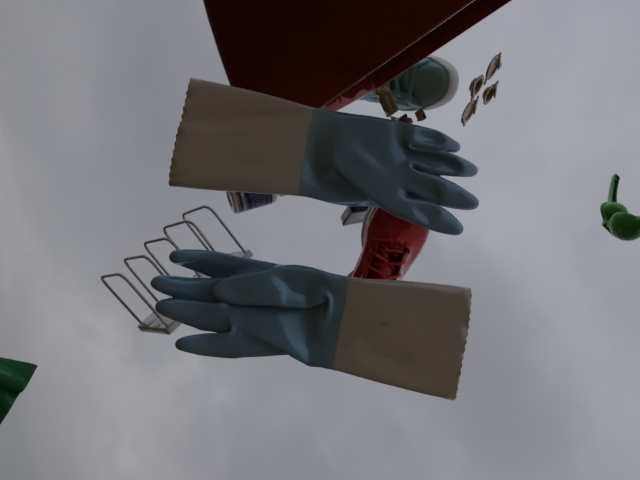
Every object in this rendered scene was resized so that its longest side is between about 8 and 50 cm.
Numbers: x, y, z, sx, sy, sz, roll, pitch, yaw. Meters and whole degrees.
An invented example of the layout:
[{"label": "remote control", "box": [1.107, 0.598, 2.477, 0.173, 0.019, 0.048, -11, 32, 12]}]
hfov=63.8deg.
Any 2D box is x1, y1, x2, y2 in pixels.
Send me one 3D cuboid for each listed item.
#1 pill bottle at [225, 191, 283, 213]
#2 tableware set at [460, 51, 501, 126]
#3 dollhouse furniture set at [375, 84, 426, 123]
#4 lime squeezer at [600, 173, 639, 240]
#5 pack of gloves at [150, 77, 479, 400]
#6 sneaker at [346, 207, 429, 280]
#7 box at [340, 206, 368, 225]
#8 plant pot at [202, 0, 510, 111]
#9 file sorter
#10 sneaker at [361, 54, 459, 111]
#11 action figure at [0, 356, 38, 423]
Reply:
[{"label": "pill bottle", "box": [-0.179, -0.142, 1.474, 0.094, 0.169, 0.094, 163, -90, -73]}, {"label": "tableware set", "box": [0.397, -0.367, 1.259, 0.020, 0.169, 0.141, 35, -22, 27]}, {"label": "dollhouse furniture set", "box": [0.170, -0.308, 1.173, 0.114, 0.091, 0.081, 58, -5, -26]}, {"label": "lime squeezer", "box": [0.540, -0.059, 0.903, 0.059, 0.310, 0.110, 25, -74, 1]}, {"label": "pack of gloves", "box": [0.000, 0.000, 0.388, 0.046, 0.232, 0.195, 142, -42, -84]}, {"label": "sneaker", "box": [0.076, 0.046, 0.590, 0.087, 0.128, 0.221, 15, -61, -6]}, {"label": "box", "box": [0.083, -0.051, 0.893, 0.067, 0.083, 0.018, 123, -46, -68]}, {"label": "plant pot", "box": [0.034, -0.278, 0.482, 0.267, 0.267, 0.235, -23, -78, 43]}, {"label": "file sorter", "box": [-0.344, 0.064, 1.231, 0.193, 0.277, 0.173, -9, -60, 52]}, {"label": "sneaker", "box": [0.134, -0.372, 1.204, 0.366, 0.150, 0.135, 19, -63, 39]}, {"label": "action figure", "box": [-0.555, 0.188, 0.733, 0.232, 0.137, 0.063, 35, -11, -28]}]
